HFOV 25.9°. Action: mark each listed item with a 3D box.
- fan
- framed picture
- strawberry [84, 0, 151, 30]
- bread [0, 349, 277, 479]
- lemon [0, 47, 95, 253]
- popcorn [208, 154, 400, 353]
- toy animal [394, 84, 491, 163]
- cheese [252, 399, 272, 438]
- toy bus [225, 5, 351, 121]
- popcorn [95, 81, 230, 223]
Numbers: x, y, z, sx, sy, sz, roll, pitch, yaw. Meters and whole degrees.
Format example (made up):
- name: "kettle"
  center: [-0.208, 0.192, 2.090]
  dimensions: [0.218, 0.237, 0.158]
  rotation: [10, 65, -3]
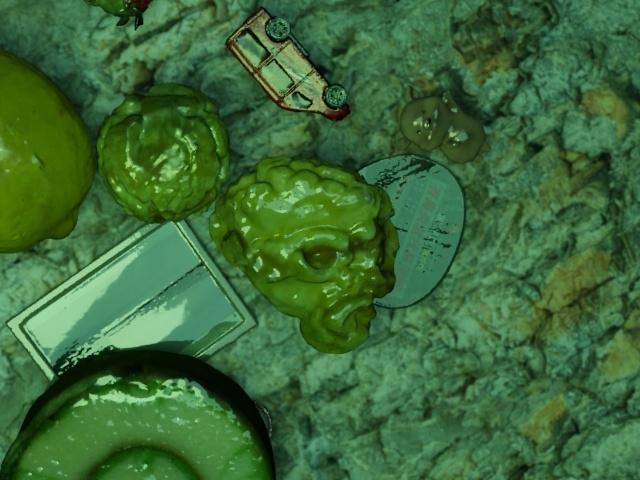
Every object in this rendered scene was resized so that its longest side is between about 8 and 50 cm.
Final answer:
- name: "fan"
  center: [0.070, -0.007, 2.013]
  dimensions: [0.294, 0.012, 0.223]
  rotation: [-7, 95, -7]
- name: "framed picture"
  center: [-0.266, 0.116, 1.968]
  dimensions: [0.289, 0.016, 0.213]
  rotation: [-35, 97, -5]
- name: "strawberry"
  center: [-0.278, -0.388, 1.906]
  dimensions: [0.192, 0.085, 0.140]
  rotation: [51, 129, 5]
- name: "bread"
  center: [-0.238, 0.337, 1.910]
  dimensions: [0.382, 0.129, 0.366]
  rotation: [33, 98, -8]
- name: "lemon"
  center: [-0.432, -0.118, 1.822]
  dimensions: [0.261, 0.260, 0.283]
  rotation: [-23, 92, -6]
- name: "popcorn"
  center: [0.000, 0.000, 1.908]
  dimensions: [0.225, 0.174, 0.286]
  rotation: [-43, 96, 11]
- name: "toy animal"
  center: [0.174, -0.156, 1.991]
  dimensions: [0.150, 0.089, 0.083]
  rotation: [28, 68, -5]
- name: "cheese"
  center: [-0.125, 0.253, 1.982]
  dimensions: [0.095, 0.038, 0.145]
  rotation: [-37, 98, -5]
- name: "toy bus"
  center: [-0.042, -0.235, 1.954]
  dimensions: [0.089, 0.081, 0.195]
  rotation: [-41, 97, 5]
- name: "popcorn"
  center: [-0.204, -0.125, 1.893]
  dimensions: [0.198, 0.212, 0.197]
  rotation: [1, 122, 2]
